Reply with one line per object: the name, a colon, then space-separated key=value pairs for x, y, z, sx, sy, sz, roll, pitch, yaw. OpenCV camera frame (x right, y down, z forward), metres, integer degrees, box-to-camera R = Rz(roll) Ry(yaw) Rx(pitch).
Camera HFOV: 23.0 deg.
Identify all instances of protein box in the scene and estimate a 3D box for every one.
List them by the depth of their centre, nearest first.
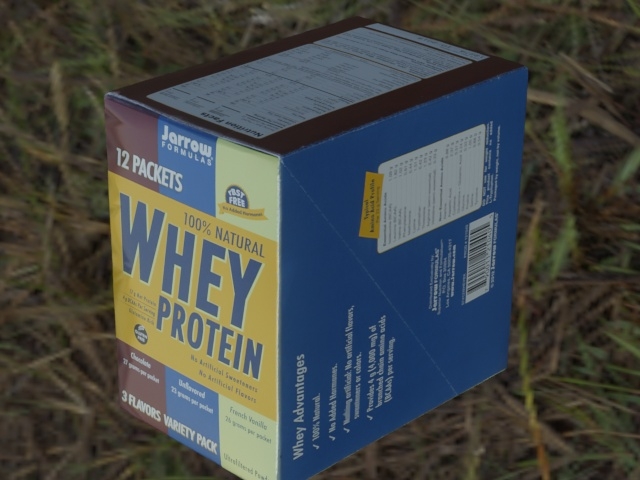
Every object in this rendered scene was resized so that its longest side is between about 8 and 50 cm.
protein box: x=0.000 y=0.000 z=0.900 sx=0.136 sy=0.201 sz=0.200 roll=23 pitch=123 yaw=39
